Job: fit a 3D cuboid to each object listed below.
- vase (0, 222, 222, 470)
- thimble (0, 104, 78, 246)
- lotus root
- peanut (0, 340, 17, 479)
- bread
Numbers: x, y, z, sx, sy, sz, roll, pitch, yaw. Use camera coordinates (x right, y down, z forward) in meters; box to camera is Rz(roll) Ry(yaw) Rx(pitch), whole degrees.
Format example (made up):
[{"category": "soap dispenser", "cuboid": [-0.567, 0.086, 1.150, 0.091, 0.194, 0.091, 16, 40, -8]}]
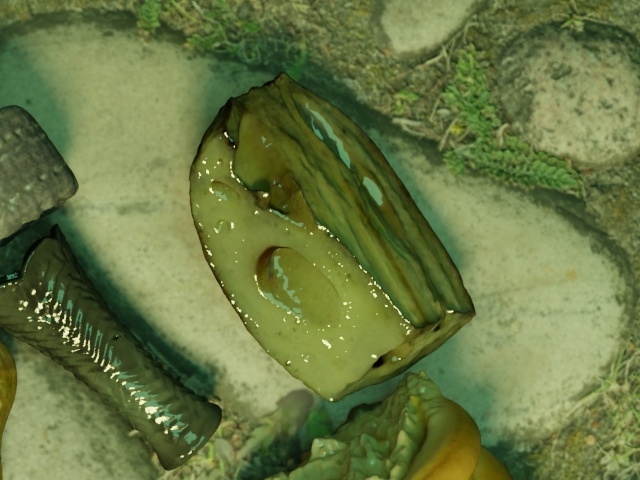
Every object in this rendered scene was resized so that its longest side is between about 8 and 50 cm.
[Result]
[{"category": "vase", "cuboid": [-0.197, 0.106, 1.160, 0.237, 0.115, 0.115, 46, 73, -11]}, {"category": "thimble", "cuboid": [-0.298, -0.044, 1.119, 0.150, 0.150, 0.098, -37, 95, -18]}, {"category": "lotus root", "cuboid": [-0.005, 0.003, 1.222, 0.314, 0.142, 0.210, 55, 35, -1]}, {"category": "peanut", "cuboid": [-0.322, 0.182, 1.117, 0.087, 0.087, 0.207, 9, 80, -17]}, {"category": "bread", "cuboid": [0.064, 0.306, 1.163, 0.315, 0.211, 0.270, -34, 96, -15]}]
